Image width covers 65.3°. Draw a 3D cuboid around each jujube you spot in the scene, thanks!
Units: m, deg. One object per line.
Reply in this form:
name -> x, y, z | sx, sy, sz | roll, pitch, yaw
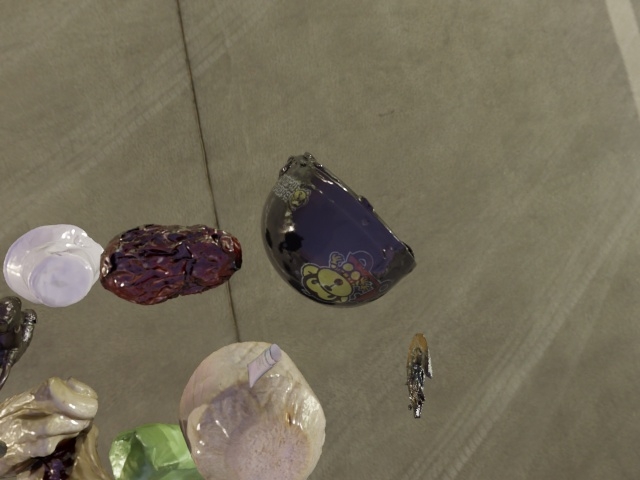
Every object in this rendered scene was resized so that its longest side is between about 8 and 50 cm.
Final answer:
jujube -> -0.178, 0.028, 0.607 | 0.166, 0.104, 0.104 | 0, 80, -8

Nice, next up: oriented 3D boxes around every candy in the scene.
candy -> -0.355, 0.516, 1.215 | 0.132, 0.343, 0.142 | -13, 67, 18

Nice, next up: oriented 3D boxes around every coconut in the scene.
coconut -> -0.141, 0.367, 1.037 | 0.329, 0.329, 0.328 | 2, 79, -11

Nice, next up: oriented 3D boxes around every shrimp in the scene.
shrimp -> 0.257, 0.344, 1.294 | 0.051, 0.150, 0.217 | 7, 63, -6

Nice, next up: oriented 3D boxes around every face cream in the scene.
face cream -> -0.086, 0.182, 0.728 | 0.020, 0.115, 0.038 | 1, 60, -29

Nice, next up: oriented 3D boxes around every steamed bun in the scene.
steamed bun -> -0.519, 0.425, 0.948 | 0.247, 0.428, 0.189 | 25, 42, -43

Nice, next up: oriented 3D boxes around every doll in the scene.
doll -> -0.486, 0.145, 0.769 | 0.057, 0.165, 0.139 | 8, 113, -5

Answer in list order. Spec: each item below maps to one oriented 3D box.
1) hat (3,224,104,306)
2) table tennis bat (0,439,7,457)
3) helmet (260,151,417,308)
hat -> -0.562, 0.070, 1.072 | 0.203, 0.126, 0.203 | -11, 113, -29
table tennis bat -> -0.538, 0.263, 0.651 | 0.234, 0.131, 0.022 | 29, 41, -38
helmet -> 0.000, 0.000, 0.737 | 0.160, 0.279, 0.230 | -50, 128, -5
